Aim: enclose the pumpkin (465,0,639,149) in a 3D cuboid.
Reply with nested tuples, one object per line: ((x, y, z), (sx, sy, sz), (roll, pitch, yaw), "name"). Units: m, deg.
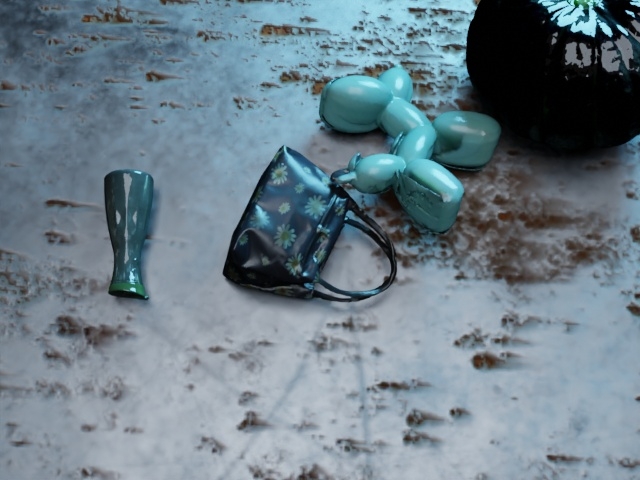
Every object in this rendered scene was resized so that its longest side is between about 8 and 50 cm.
((0.225, -0.168, 0.804), (0.202, 0.140, 0.202), (-6, 62, 12), "pumpkin")

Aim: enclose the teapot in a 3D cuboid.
((-0.164, -0.003, 0.802), (0.042, 0.043, 0.111), (-2, 74, -1), "teapot")

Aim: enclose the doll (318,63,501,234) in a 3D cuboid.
((0.071, -0.092, 0.812), (0.158, 0.059, 0.159), (21, 52, 7), "doll")

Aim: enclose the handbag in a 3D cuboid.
((0.000, 0.000, 0.784), (0.139, 0.072, 0.115), (24, 68, 4), "handbag")
